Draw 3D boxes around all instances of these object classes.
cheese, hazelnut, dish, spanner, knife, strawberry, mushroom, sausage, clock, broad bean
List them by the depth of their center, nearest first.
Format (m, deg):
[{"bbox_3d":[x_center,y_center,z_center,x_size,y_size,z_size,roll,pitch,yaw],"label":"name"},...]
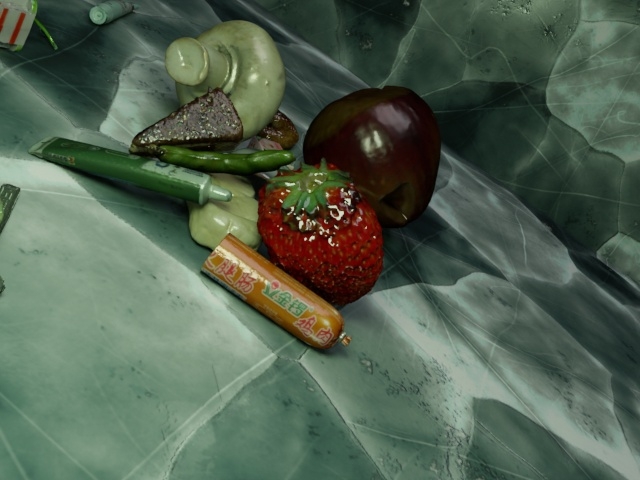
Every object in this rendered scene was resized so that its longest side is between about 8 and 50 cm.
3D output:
[{"bbox_3d":[-0.504,-0.009,1.117,0.093,0.026,0.325,25,25,-22],"label":"spanner"},{"bbox_3d":[-0.075,0.109,1.381,0.312,0.093,0.093,35,24,-1],"label":"sausage"},{"bbox_3d":[0.000,0.000,1.450,0.238,0.288,0.250,-8,35,0],"label":"strawberry"},{"bbox_3d":[-0.202,-0.162,1.464,0.291,0.049,0.144,3,-4,-13],"label":"broad bean"},{"bbox_3d":[-0.207,-0.068,1.534,0.159,0.093,0.263,15,31,-30],"label":"cheese"},{"bbox_3d":[-0.799,-0.540,1.534,0.235,0.166,0.309,48,28,26],"label":"clock"},{"bbox_3d":[-0.130,-0.156,1.675,0.229,0.081,0.229,32,-12,8],"label":"dish"},{"bbox_3d":[-0.692,-0.527,1.744,0.078,0.022,0.166,42,-5,26],"label":"knife"},{"bbox_3d":[-0.218,-0.392,1.802,0.315,0.315,0.356,27,-1,-18],"label":"mushroom"},{"bbox_3d":[0.138,-0.231,1.978,0.402,0.402,0.429,29,19,-14],"label":"hazelnut"}]

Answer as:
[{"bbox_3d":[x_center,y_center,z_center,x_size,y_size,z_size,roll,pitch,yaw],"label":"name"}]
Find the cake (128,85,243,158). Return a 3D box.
[{"bbox_3d":[-0.281,-0.214,1.577,0.135,0.112,0.246,48,61,2],"label":"cake"}]

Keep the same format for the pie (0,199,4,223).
[{"bbox_3d":[-0.581,-0.061,1.048,0.240,0.054,0.240,19,30,-11],"label":"pie"}]

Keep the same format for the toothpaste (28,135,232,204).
[{"bbox_3d":[-0.362,-0.135,1.415,0.392,0.061,0.099,15,26,0],"label":"toothpaste"}]

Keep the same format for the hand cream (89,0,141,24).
[{"bbox_3d":[-0.624,-0.697,2.201,0.085,0.058,0.331,15,22,-5],"label":"hand cream"}]

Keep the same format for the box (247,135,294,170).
[{"bbox_3d":[-0.136,-0.226,1.974,0.089,0.043,0.125,14,31,-39],"label":"box"}]

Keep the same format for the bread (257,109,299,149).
[{"bbox_3d":[-0.147,-0.341,2.150,0.193,0.064,0.193,27,29,-16],"label":"bread"}]

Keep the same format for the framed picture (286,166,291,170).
[{"bbox_3d":[-0.059,-0.120,1.862,0.231,0.010,0.173,41,24,-16],"label":"framed picture"}]
